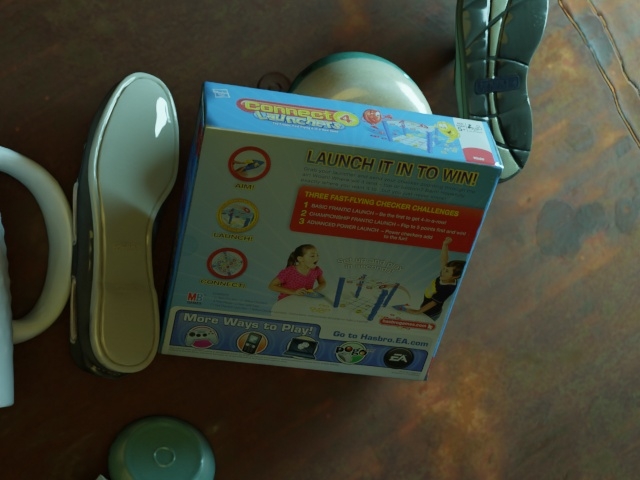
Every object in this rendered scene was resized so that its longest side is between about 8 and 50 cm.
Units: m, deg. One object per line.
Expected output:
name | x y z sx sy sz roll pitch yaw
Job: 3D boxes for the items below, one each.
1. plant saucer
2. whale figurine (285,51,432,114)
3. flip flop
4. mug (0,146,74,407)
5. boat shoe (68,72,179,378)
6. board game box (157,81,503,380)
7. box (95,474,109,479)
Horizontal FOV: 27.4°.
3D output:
plant saucer | -0.173 0.241 1.446 0.119 0.021 0.119 7 54 -10
whale figurine | 0.000 -0.092 1.474 0.216 0.141 0.272 37 106 -25
flip flop | 0.201 -0.206 1.534 0.112 0.080 0.277 -6 106 -16
mug | -0.414 0.010 1.329 0.374 0.276 0.328 0 84 -42
boat shoe | -0.227 -0.016 1.429 0.112 0.095 0.335 13 74 -37
board game box | 0.000 0.000 1.397 0.308 0.086 0.302 7 126 -12
box | -0.217 0.329 1.390 0.137 0.027 0.094 43 80 12
